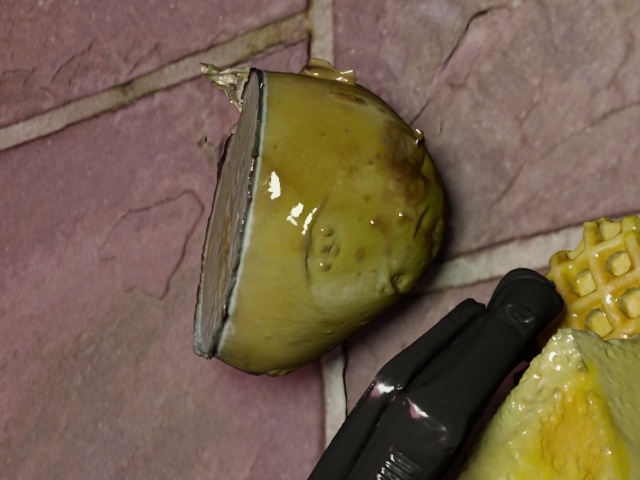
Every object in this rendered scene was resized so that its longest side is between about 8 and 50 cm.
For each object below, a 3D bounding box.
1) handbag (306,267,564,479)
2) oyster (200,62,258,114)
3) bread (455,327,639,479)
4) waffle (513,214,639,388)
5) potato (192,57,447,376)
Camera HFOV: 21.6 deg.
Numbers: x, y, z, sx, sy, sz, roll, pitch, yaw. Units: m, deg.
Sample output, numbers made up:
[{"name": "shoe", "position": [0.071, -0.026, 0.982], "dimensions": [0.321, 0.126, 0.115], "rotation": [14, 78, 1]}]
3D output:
[{"name": "handbag", "position": [0.072, 0.159, 1.319], "dimensions": [0.088, 0.244, 0.275], "rotation": [36, 129, 12]}, {"name": "oyster", "position": [-0.032, -0.122, 1.655], "dimensions": [0.106, 0.061, 0.200], "rotation": [-36, 60, 14]}, {"name": "bread", "position": [0.203, 0.178, 1.230], "dimensions": [0.169, 0.140, 0.160], "rotation": [-57, 40, 26]}, {"name": "waffle", "position": [0.253, 0.106, 1.325], "dimensions": [0.254, 0.052, 0.245], "rotation": [26, 98, 43]}, {"name": "potato", "position": [0.000, 0.000, 1.501], "dimensions": [0.300, 0.196, 0.246], "rotation": [114, 164, -49]}]
